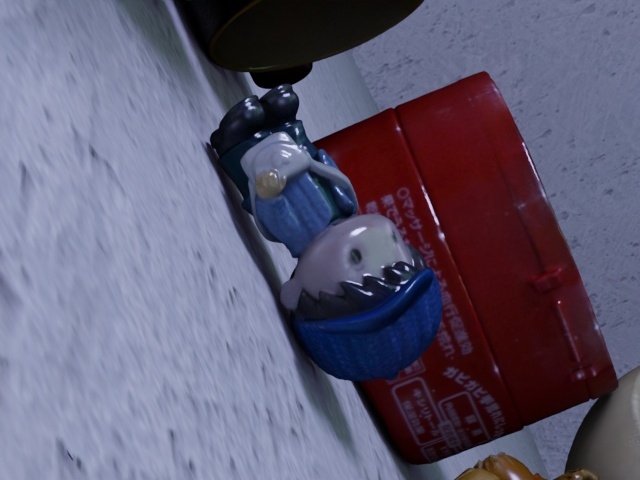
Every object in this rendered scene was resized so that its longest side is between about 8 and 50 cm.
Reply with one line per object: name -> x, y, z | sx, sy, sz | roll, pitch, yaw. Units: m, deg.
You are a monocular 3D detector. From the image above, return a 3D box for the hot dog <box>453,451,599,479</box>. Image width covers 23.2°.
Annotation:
hot dog -> 0.165, 0.274, 0.831 | 0.158, 0.117, 0.349 | 48, 18, -73

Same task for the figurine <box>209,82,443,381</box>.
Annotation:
figurine -> 0.000, 0.000, 0.760 | 0.086, 0.087, 0.149 | -26, 76, -48

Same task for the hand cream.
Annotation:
hand cream -> 0.080, 0.020, 0.981 | 0.230, 0.149, 0.230 | -25, 90, -86

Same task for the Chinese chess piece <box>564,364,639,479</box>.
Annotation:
Chinese chess piece -> 0.270, 0.185, 0.985 | 0.250, 0.097, 0.251 | 22, 32, -15

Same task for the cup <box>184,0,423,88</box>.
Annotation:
cup -> -0.018, -0.204, 0.960 | 0.239, 0.166, 0.177 | 37, 33, -75
